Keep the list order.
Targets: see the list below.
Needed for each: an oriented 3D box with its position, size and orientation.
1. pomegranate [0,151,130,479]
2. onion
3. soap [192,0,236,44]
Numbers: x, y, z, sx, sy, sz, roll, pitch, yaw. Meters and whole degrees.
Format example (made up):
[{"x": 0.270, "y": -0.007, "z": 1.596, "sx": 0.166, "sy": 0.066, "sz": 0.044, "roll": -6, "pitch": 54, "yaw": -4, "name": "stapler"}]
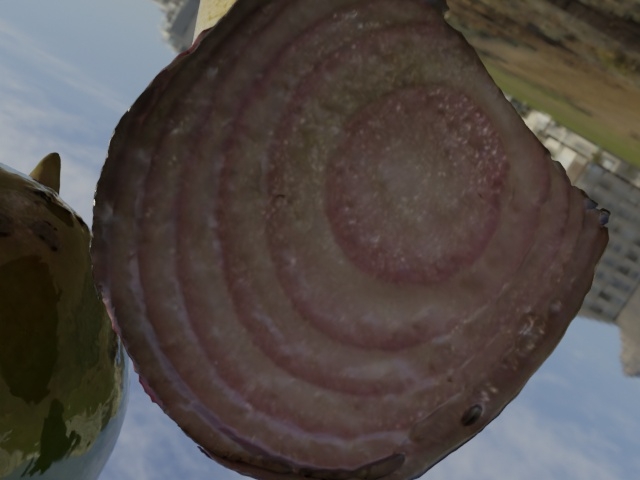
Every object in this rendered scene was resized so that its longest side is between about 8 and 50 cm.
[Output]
[{"x": -0.227, "y": 0.075, "z": 0.598, "sx": 0.291, "sy": 0.290, "sz": 0.323, "roll": 34, "pitch": -160, "yaw": 15, "name": "pomegranate"}, {"x": 0.000, "y": 0.000, "z": 0.519, "sx": 0.250, "sy": 0.247, "sz": 0.111, "roll": 49, "pitch": 163, "yaw": -19, "name": "onion"}, {"x": -0.038, "y": -0.294, "z": 0.958, "sx": 0.080, "sy": 0.160, "sz": 0.257, "roll": 31, "pitch": -130, "yaw": -36, "name": "soap"}]
